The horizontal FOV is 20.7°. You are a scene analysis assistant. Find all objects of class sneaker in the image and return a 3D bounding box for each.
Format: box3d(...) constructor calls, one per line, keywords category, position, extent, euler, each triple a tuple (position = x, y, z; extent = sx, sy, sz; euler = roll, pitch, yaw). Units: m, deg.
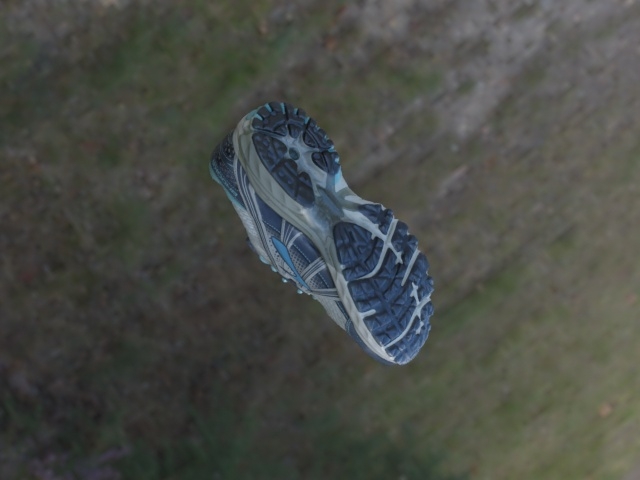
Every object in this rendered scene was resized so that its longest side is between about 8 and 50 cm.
box3d(category="sneaker", position=(0.000, 0.000, 1.677), extent=(0.110, 0.283, 0.122), euler=(-41, -169, -39))
